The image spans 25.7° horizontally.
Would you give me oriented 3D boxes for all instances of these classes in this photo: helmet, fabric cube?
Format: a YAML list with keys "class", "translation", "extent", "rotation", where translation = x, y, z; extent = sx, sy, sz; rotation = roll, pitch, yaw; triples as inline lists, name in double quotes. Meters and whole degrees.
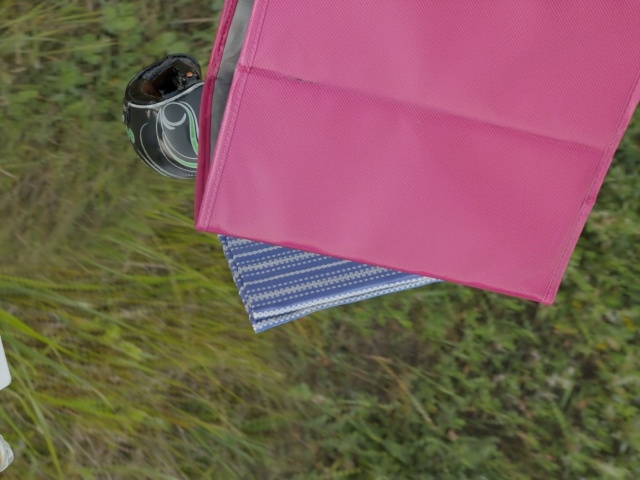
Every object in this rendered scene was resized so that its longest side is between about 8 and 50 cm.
- class: "helmet"
  translation: [-0.189, -0.166, 1.992]
  extent: [0.169, 0.169, 0.161]
  rotation: [-34, 128, -15]
- class: "fabric cube"
  translation: [0.065, -0.143, 0.995]
  extent: [0.258, 0.254, 0.259]
  rotation: [12, 119, -11]

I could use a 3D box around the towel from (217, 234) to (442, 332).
- class: "towel"
  translation: [0.000, 0.000, 1.727]
  extent: [0.243, 0.336, 0.040]
  rotation: [-14, 118, -7]

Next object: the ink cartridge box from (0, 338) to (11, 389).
- class: "ink cartridge box"
  translation: [-0.585, 0.091, 1.834]
  extent: [0.119, 0.354, 0.207]
  rotation: [-36, 127, -46]

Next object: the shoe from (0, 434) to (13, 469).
- class: "shoe"
  translation: [-0.471, 0.290, 1.972]
  extent: [0.058, 0.219, 0.076]
  rotation: [-26, 92, -28]
